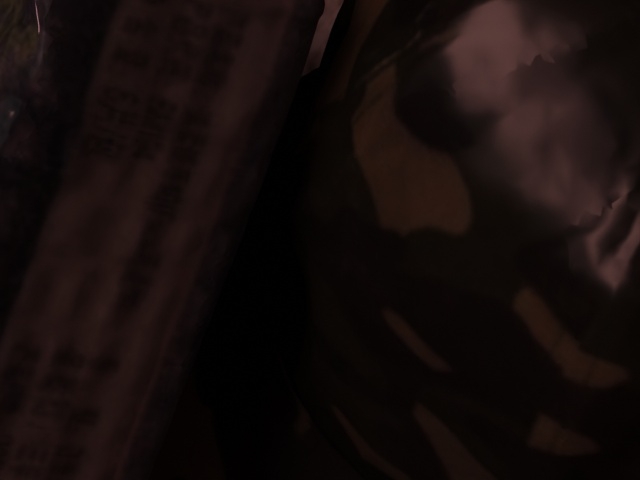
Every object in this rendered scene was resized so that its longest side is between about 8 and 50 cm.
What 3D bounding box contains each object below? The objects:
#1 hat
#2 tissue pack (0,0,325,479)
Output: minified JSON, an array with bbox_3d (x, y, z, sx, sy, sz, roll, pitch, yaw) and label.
[{"bbox_3d":[0.000,0.000,0.660,0.381,0.257,0.366,-17,59,11],"label":"hat"},{"bbox_3d":[-0.165,0.026,0.690,0.288,0.124,0.394,44,116,54],"label":"tissue pack"}]
